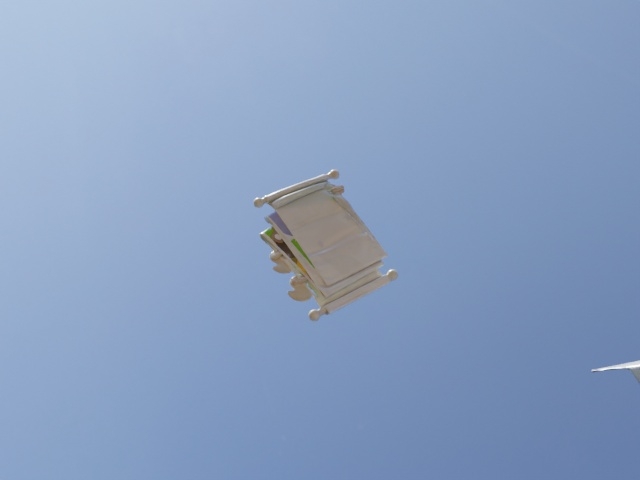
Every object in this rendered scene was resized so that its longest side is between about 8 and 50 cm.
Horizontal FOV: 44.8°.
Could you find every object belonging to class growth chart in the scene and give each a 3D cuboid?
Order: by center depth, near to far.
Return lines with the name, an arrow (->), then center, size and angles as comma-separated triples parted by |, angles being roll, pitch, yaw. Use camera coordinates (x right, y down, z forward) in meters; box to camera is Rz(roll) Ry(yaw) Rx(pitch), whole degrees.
growth chart -> 0.000, 0.000, 1.116 | 0.237, 0.171, 0.021 | 60, -24, 31

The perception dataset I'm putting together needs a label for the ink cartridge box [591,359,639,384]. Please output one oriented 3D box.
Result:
ink cartridge box -> 0.457, 0.121, 0.762 | 0.332, 0.165, 0.065 | -25, -108, 50
